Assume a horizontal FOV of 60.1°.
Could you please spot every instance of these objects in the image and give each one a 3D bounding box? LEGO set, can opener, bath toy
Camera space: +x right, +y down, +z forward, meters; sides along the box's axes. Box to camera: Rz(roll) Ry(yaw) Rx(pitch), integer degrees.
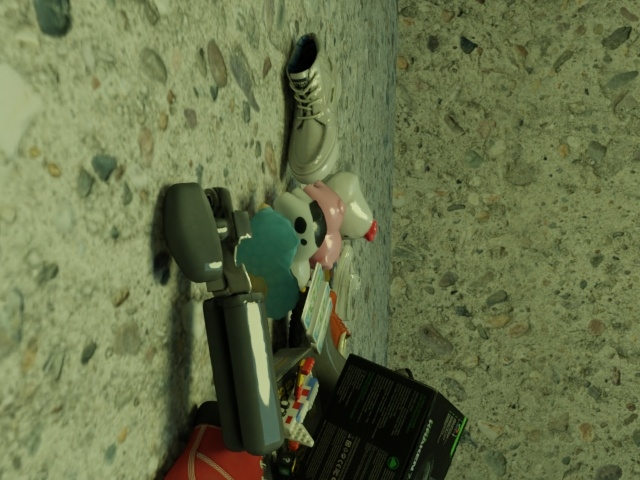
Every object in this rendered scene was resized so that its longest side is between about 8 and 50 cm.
[{"bbox_3d":[-0.009,0.173,0.701,0.182,0.060,0.244,80,25,-66],"label":"LEGO set"},{"bbox_3d":[-0.108,0.081,0.568,0.095,0.076,0.283,-5,83,-44],"label":"can opener"},{"bbox_3d":[-0.009,-0.005,0.837,0.151,0.129,0.348,-46,176,29],"label":"bath toy"}]

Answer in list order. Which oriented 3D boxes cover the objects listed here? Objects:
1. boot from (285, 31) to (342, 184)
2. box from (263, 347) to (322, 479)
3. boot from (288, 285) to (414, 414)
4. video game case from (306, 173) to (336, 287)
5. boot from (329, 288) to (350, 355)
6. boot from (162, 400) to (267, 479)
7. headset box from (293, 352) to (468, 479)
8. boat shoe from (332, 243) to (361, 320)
[{"bbox_3d":[-0.024,-0.228,0.931,0.123,0.095,0.258,55,33,-52],"label":"boot"},{"bbox_3d":[-0.053,0.294,0.795,0.183,0.056,0.231,-25,108,-67],"label":"box"},{"bbox_3d":[0.058,0.235,0.969,0.118,0.223,0.338,-120,-150,-70],"label":"boot"},{"bbox_3d":[0.000,0.000,1.157,0.285,0.025,0.204,-61,149,-62],"label":"video game case"},{"bbox_3d":[0.026,0.174,1.152,0.059,0.085,0.158,67,30,-55],"label":"boot"},{"bbox_3d":[-0.067,0.299,0.625,0.244,0.088,0.176,51,27,-18],"label":"boot"},{"bbox_3d":[0.089,0.324,0.788,0.246,0.131,0.283,-63,150,-14],"label":"headset box"},{"bbox_3d":[0.063,0.102,1.296,0.066,0.063,0.184,-22,124,-81],"label":"boat shoe"}]
